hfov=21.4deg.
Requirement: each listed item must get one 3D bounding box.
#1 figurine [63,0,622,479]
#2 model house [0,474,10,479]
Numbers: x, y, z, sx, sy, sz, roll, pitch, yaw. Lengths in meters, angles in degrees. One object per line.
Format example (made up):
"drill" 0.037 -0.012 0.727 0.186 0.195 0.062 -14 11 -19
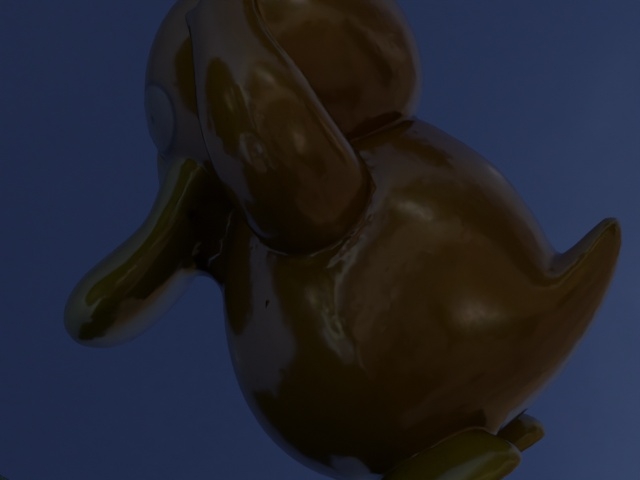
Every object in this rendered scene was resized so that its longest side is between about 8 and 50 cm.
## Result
"figurine" 0.010 0.002 0.710 0.215 0.228 0.215 -52 -9 -12
"model house" -0.103 0.258 0.538 0.312 0.358 0.242 -51 -31 -16
